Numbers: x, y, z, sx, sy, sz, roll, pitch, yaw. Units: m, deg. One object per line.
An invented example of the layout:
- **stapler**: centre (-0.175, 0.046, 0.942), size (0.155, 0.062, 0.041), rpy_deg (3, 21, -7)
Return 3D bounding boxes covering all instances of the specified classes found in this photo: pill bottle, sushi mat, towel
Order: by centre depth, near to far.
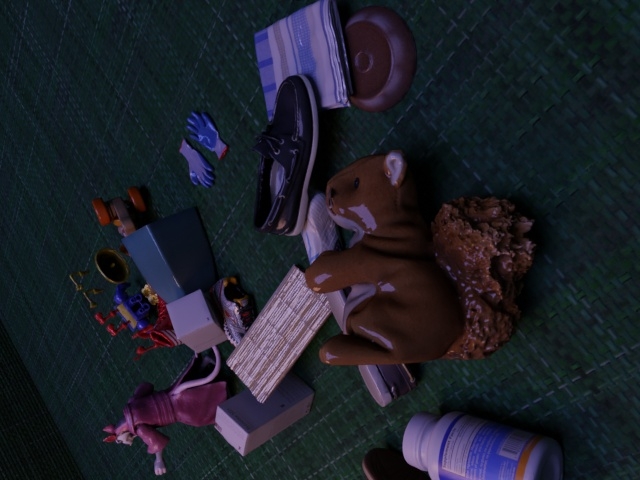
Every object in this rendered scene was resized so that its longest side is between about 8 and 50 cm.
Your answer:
- **pill bottle**: centre (0.298, 0.413, 1.121), size (0.272, 0.152, 0.152), rpy_deg (4, 107, 43)
- **towel**: centre (-0.045, -0.362, 1.225), size (0.285, 0.034, 0.209), rpy_deg (3, 106, 53)
- **sushi mat**: centre (-0.098, 0.223, 1.425), size (0.151, 0.019, 0.316), rpy_deg (40, 102, 27)

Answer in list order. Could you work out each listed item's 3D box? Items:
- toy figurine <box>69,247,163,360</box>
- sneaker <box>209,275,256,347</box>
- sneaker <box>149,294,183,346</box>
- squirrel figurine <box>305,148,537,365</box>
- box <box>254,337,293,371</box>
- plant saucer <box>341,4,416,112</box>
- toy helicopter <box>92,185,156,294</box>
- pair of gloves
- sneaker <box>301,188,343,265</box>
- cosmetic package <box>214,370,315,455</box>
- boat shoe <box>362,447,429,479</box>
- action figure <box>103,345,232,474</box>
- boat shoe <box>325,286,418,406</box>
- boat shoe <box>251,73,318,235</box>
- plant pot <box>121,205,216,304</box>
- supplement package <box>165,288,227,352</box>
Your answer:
- **toy figurine**: centre (-0.646, 0.221, 1.925), size (0.362, 0.191, 0.217), rpy_deg (50, 150, -3)
- **sneaker**: centre (-0.218, 0.197, 1.582), size (0.225, 0.088, 0.093), rpy_deg (56, 133, 13)
- **sneaker**: centre (-0.477, 0.224, 1.809), size (0.221, 0.128, 0.087), rpy_deg (53, 133, 16)
- **squirrel figurine**: centre (0.172, 0.025, 1.059), size (0.398, 0.281, 0.369), rpy_deg (-3, 82, 14)
- **box**: centre (-0.120, 0.291, 1.512), size (0.087, 0.101, 0.101), rpy_deg (41, 127, 26)
- **plant saucer**: centre (0.090, -0.343, 1.131), size (0.199, 0.036, 0.198), rpy_deg (17, 117, 38)
- **toy helicopter**: centre (-0.560, 0.025, 1.804), size (0.355, 0.140, 0.234), rpy_deg (58, 158, 27)
- **pair of gloves**: centre (-0.316, -0.236, 1.566), size (0.159, 0.023, 0.198), rpy_deg (50, 132, 19)
- **sneaker**: centre (0.000, 0.000, 1.318), size (0.086, 0.085, 0.237), rpy_deg (-145, 47, -62)
- **cosmetic package**: centre (-0.137, 0.421, 1.483), size (0.117, 0.231, 0.085), rpy_deg (32, 125, 31)
- **boat shoe**: centre (0.214, 0.613, 1.303), size (0.342, 0.123, 0.123), rpy_deg (39, 127, 20)
- **action figure**: centre (-0.434, 0.482, 1.685), size (0.248, 0.371, 0.275), rpy_deg (55, 152, 30)
- **boat shoe**: centre (0.102, 0.186, 1.267), size (0.324, 0.097, 0.116), rpy_deg (65, 166, 6)
- **boat shoe**: centre (-0.089, -0.169, 1.219), size (0.127, 0.113, 0.339), rpy_deg (38, 126, 48)
- **plant pot**: centre (-0.407, 0.056, 1.665), size (0.166, 0.166, 0.234), rpy_deg (-19, 96, 46)
- **supplement package**: centre (-0.331, 0.223, 1.616), size (0.179, 0.105, 0.105), rpy_deg (78, 167, -66)
